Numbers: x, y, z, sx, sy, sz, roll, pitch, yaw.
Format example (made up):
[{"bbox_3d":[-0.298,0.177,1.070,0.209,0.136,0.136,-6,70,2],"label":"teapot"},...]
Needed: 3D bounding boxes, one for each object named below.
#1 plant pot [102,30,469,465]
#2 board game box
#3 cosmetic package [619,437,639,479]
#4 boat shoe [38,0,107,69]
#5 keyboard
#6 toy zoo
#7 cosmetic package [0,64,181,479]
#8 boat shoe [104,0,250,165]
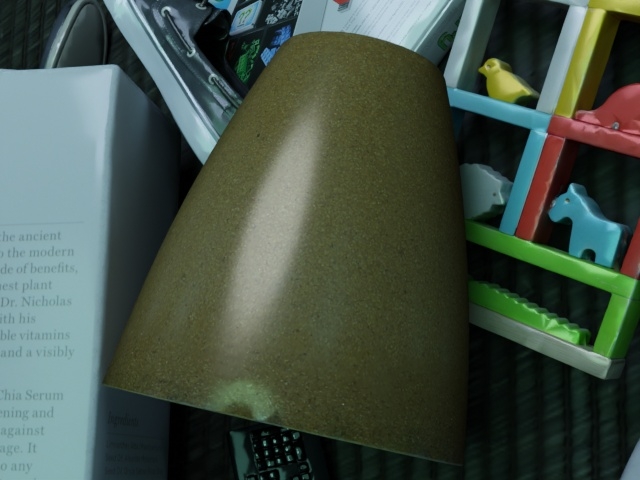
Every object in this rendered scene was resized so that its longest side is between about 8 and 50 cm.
[{"bbox_3d":[0.000,0.000,0.669,0.237,0.237,0.254,7,78,26],"label":"plant pot"},{"bbox_3d":[0.021,-0.202,0.800,0.193,0.053,0.305,42,101,25],"label":"board game box"},{"bbox_3d":[0.280,0.226,0.386,0.328,0.394,0.329,10,109,26],"label":"cosmetic package"},{"bbox_3d":[-0.253,-0.126,0.909,0.065,0.075,0.206,18,96,23],"label":"boat shoe"},{"bbox_3d":[-0.032,0.232,0.744,0.100,0.038,0.192,-15,73,3],"label":"keyboard"},{"bbox_3d":[0.163,-0.075,0.692,0.192,0.030,0.293,23,100,36],"label":"toy zoo"},{"bbox_3d":[-0.242,0.111,0.744,0.230,0.161,0.453,-1,77,11],"label":"cosmetic package"},{"bbox_3d":[-0.099,-0.153,0.779,0.076,0.080,0.228,-34,70,12],"label":"boat shoe"}]
